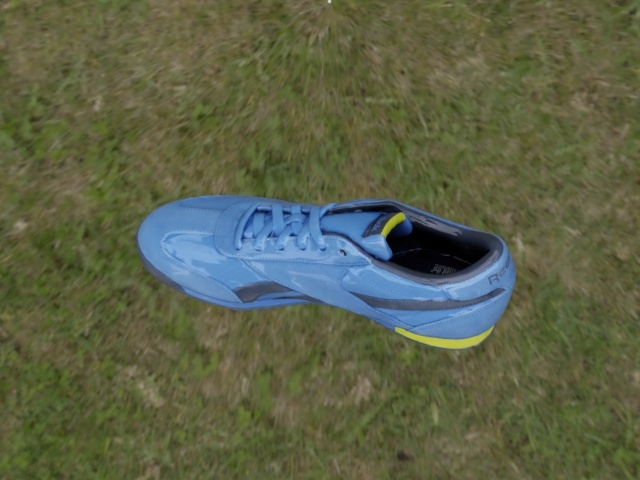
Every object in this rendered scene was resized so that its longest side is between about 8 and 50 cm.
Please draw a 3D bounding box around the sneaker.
[{"bbox_3d":[0.000,0.000,0.611,0.209,0.082,0.069,12,58,9],"label":"sneaker"}]
